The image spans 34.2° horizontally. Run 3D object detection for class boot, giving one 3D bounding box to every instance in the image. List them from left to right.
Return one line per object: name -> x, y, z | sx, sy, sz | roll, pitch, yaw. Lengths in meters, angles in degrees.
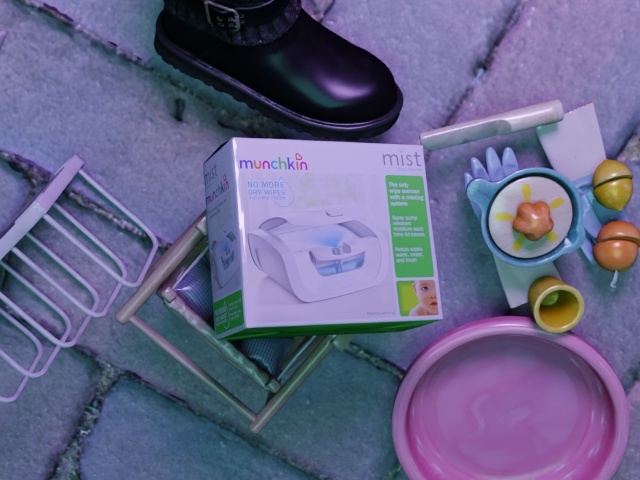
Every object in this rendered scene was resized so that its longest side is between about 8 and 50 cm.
boot -> -0.041, -0.270, 1.234 | 0.348, 0.131, 0.260 | 20, 146, -2

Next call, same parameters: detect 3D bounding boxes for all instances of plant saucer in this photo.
plant saucer -> 0.268, 0.252, 1.491 | 0.332, 0.084, 0.332 | 2, 111, 5

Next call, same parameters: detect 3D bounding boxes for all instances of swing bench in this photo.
swing bench -> -0.090, 0.072, 1.414 | 0.253, 0.165, 0.254 | 41, 108, -9

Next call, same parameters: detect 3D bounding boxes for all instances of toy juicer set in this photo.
toy juicer set -> 0.300, -0.053, 1.335 | 0.209, 0.089, 0.329 | -33, 108, 6

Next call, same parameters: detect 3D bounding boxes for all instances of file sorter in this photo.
file sorter -> -0.385, 0.060, 1.424 | 0.278, 0.193, 0.173 | -42, 105, 17

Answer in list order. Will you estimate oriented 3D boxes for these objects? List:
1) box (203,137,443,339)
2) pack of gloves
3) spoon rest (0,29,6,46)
box -> 0.000, 0.000, 1.294 | 0.262, 0.127, 0.231 | 1, 78, -24
pack of gloves -> 0.305, -0.049, 1.409 | 0.195, 0.046, 0.232 | -24, 110, 1
spoon rest -> -0.555, -0.314, 1.355 | 0.276, 0.084, 0.137 | 28, 110, -6
